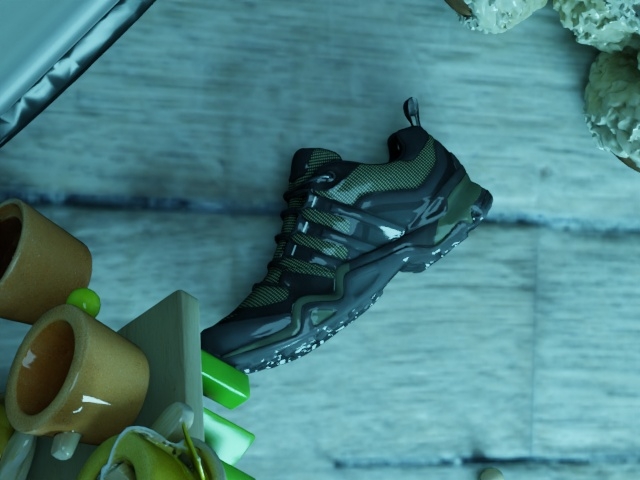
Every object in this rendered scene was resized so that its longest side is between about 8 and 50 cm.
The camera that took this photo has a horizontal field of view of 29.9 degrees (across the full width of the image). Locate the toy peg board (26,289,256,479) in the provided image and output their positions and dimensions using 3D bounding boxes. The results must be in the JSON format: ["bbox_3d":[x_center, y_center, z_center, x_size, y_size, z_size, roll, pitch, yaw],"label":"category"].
[{"bbox_3d":[-0.109,0.143,0.712,0.160,0.161,0.079,-34,131,25],"label":"toy peg board"}]

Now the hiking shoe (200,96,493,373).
[{"bbox_3d":[0.000,0.000,0.805,0.226,0.086,0.114,-34,83,-16],"label":"hiking shoe"}]

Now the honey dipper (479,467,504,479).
[{"bbox_3d":[0.131,0.244,0.861,0.030,0.030,0.161,-3,88,-15],"label":"honey dipper"}]

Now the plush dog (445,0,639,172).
[{"bbox_3d":[0.232,-0.186,0.781,0.262,0.225,0.211,41,80,-12],"label":"plush dog"}]

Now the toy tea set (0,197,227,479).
[{"bbox_3d":[-0.185,0.101,0.643,0.124,0.336,0.200,29,104,-36],"label":"toy tea set"}]

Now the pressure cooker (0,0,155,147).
[{"bbox_3d":[-0.221,-0.239,0.558,0.370,0.375,0.420,44,83,-7],"label":"pressure cooker"}]
